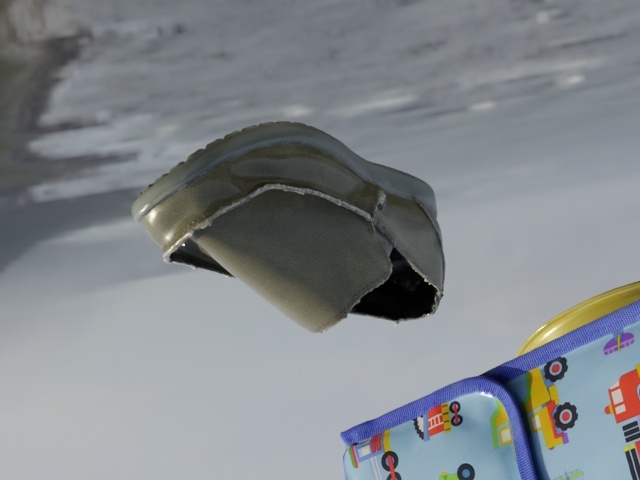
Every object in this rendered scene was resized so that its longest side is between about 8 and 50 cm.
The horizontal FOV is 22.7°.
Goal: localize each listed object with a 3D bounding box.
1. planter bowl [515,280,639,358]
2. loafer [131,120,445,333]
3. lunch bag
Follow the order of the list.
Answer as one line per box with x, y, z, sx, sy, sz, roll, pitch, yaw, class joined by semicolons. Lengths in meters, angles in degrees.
0.263;0.112;1.210;0.217;0.090;0.217;-9;152;-5;planter bowl
0.000;0.000;0.885;0.094;0.087;0.251;-35;155;30;loafer
0.143;0.184;0.961;0.293;0.221;0.138;-24;158;25;lunch bag
